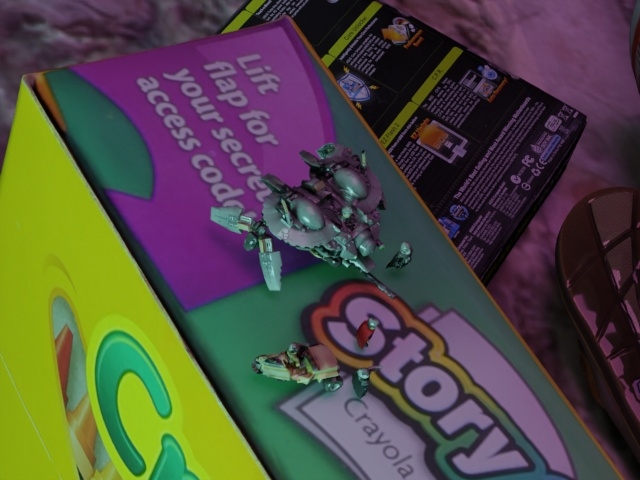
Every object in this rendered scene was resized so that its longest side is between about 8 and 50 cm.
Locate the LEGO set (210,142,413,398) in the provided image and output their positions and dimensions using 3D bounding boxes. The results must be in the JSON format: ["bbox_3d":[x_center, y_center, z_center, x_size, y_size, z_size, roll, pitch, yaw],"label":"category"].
[{"bbox_3d":[0.002,0.001,0.495,0.054,0.023,0.083,-3,51,-21],"label":"LEGO set"}]

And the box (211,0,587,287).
[{"bbox_3d":[0.015,-0.042,0.948,0.184,0.045,0.191,29,49,10],"label":"box"}]

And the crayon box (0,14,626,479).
[{"bbox_3d":[0.003,0.171,0.580,0.106,0.313,0.363,-18,58,-30],"label":"crayon box"}]

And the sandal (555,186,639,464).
[{"bbox_3d":[0.156,0.060,0.910,0.072,0.049,0.180,-12,70,-20],"label":"sandal"}]

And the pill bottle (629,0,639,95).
[{"bbox_3d":[0.288,0.005,0.886,0.210,0.210,0.363,1,50,-17],"label":"pill bottle"}]
